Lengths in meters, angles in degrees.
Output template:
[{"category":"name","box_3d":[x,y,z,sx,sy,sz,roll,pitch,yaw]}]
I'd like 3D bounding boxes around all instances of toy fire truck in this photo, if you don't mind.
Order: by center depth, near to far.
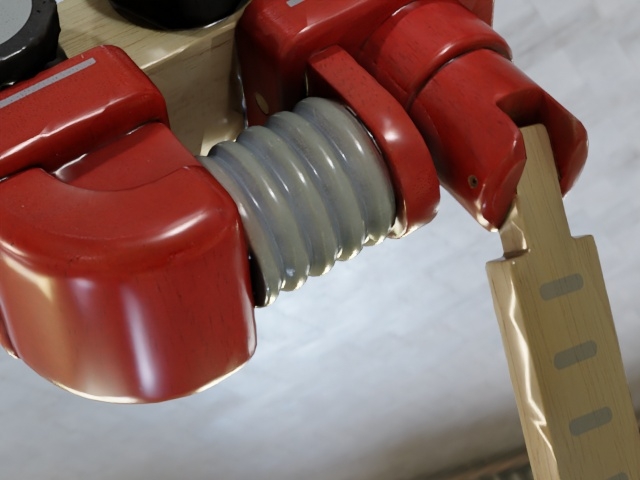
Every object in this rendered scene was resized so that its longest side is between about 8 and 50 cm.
[{"category":"toy fire truck","box_3d":[0.000,0.000,0.510,0.217,0.246,0.158,-29,144,-21]}]
